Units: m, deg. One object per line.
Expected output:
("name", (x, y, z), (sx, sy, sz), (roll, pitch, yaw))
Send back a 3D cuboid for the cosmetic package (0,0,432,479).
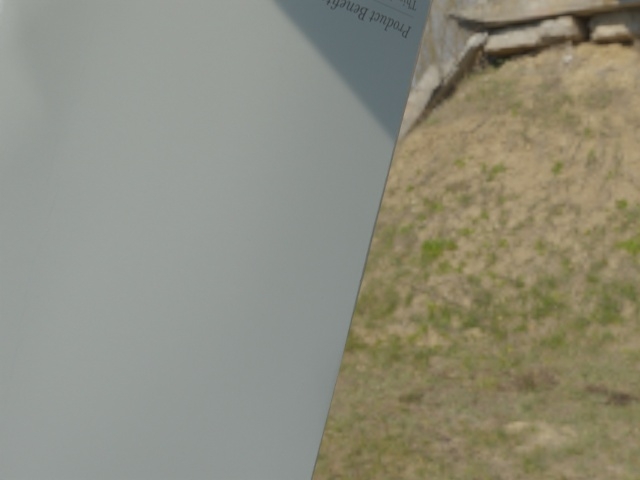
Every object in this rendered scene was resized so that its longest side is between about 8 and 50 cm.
("cosmetic package", (-0.092, -0.034, 0.450), (0.217, 0.385, 0.156), (12, 6, -38))
